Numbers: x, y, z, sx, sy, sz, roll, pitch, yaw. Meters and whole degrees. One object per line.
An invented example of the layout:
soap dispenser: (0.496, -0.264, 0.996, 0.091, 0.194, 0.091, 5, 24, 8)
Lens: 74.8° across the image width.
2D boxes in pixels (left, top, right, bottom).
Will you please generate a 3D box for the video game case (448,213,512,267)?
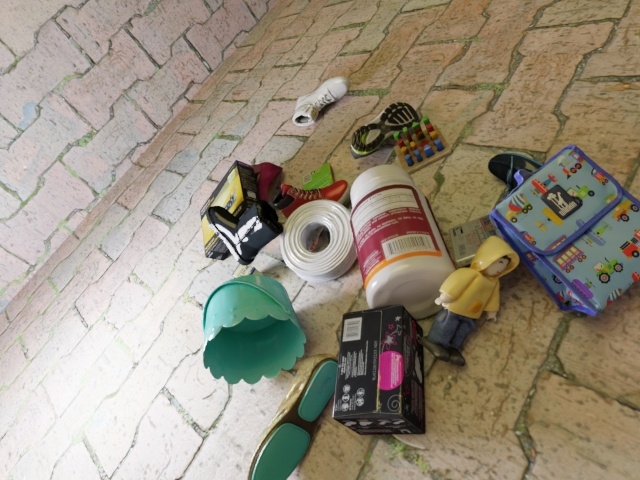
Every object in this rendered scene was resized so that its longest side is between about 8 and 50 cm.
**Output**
video game case: (0.419, -0.017, 1.026, 0.193, 0.023, 0.212, -22, 16, 20)

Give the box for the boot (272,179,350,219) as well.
boot: (-0.031, -0.155, 1.387, 0.244, 0.176, 0.088, -34, 43, 8)

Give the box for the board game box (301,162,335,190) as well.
board game box: (-0.002, -0.172, 1.532, 0.124, 0.039, 0.259, -25, 42, 18)

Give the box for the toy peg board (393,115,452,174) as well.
toy peg board: (0.324, -0.323, 1.388, 0.161, 0.079, 0.160, -26, 43, 16)

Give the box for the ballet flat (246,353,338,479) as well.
ballet flat: (-0.066, 0.430, 1.017, 0.123, 0.123, 0.348, 17, 67, 44)

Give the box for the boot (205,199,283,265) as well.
boot: (-0.243, -0.068, 1.355, 0.207, 0.094, 0.246, -44, 75, 30)

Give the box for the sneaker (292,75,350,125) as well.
sneaker: (0.000, -0.602, 1.859, 0.293, 0.108, 0.169, -16, 48, 38)

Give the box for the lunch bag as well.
lunch bag: (0.503, -0.035, 0.850, 0.221, 0.138, 0.293, -41, 84, 0)

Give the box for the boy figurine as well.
boy figurine: (0.335, 0.129, 0.913, 0.285, 0.177, 0.092, -61, 27, 7)

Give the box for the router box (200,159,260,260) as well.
router box: (-0.344, -0.109, 1.579, 0.309, 0.081, 0.242, -45, 47, 33)

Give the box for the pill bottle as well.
pill bottle: (0.198, -0.009, 1.101, 0.224, 0.224, 0.392, -25, 44, 17)

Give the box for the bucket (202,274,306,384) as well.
bucket: (-0.190, 0.240, 1.154, 0.281, 0.281, 0.183, -33, 39, 9)

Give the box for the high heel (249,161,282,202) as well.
high heel: (-0.191, -0.166, 1.636, 0.181, 0.127, 0.377, -6, 60, -22)

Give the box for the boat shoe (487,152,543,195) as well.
boat shoe: (0.526, -0.152, 1.069, 0.089, 0.109, 0.258, -41, 39, -7)

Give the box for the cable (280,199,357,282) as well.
cable: (0.000, 0.000, 1.293, 0.257, 0.089, 0.257, 5, 75, 23)

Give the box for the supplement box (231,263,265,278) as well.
supplement box: (-0.237, 0.126, 1.413, 0.083, 0.083, 0.056, 13, 63, 42)

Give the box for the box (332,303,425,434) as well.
box: (0.137, 0.294, 0.949, 0.163, 0.142, 0.247, -15, 46, 28)

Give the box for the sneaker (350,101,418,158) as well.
sneaker: (0.219, -0.392, 1.501, 0.300, 0.111, 0.121, -32, -3, -14)

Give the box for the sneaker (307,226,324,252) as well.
sneaker: (-0.024, -0.007, 1.398, 0.061, 0.065, 0.158, 32, 87, 15)
